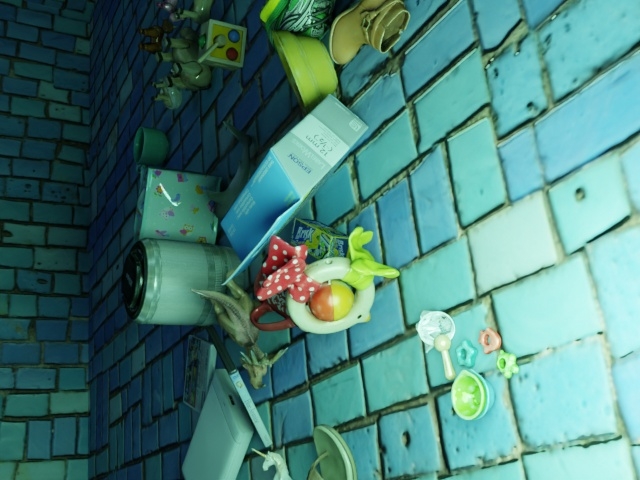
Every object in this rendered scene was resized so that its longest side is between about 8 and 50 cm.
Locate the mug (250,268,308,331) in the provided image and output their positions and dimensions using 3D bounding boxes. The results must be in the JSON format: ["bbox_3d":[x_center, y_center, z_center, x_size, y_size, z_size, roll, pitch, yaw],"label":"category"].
[{"bbox_3d":[-0.059,0.134,1.535,0.169,0.113,0.150,29,99,54],"label":"mug"}]

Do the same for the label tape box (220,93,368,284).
[{"bbox_3d":[-0.078,-0.099,1.407,0.115,0.348,0.249,42,136,0],"label":"label tape box"}]

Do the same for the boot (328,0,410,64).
[{"bbox_3d":[0.090,-0.395,1.408,0.152,0.073,0.197,61,139,39],"label":"boot"}]

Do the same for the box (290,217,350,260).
[{"bbox_3d":[0.000,0.000,1.510,0.169,0.054,0.059,27,109,58],"label":"box"}]

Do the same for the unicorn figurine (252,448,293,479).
[{"bbox_3d":[-0.083,0.524,1.571,0.162,0.060,0.111,16,99,44],"label":"unicorn figurine"}]

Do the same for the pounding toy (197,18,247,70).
[{"bbox_3d":[-0.279,-0.529,2.010,0.100,0.141,0.130,6,90,60],"label":"pounding toy"}]

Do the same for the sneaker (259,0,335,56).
[{"bbox_3d":[-0.005,-0.517,1.568,0.343,0.134,0.146,-45,62,52],"label":"sneaker"}]

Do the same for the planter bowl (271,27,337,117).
[{"bbox_3d":[-0.022,-0.356,1.538,0.217,0.090,0.217,157,90,-89],"label":"planter bowl"}]

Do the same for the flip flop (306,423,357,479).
[{"bbox_3d":[0.009,0.488,1.379,0.112,0.080,0.277,-17,70,59],"label":"flip flop"}]

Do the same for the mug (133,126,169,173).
[{"bbox_3d":[-0.592,-0.319,2.571,0.158,0.097,0.130,-45,48,49],"label":"mug"}]

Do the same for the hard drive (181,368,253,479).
[{"bbox_3d":[-0.273,0.545,1.903,0.233,0.047,0.353,54,131,50],"label":"hard drive"}]

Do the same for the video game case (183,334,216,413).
[{"bbox_3d":[-0.342,0.380,2.079,0.183,0.023,0.201,5,90,60],"label":"video game case"}]

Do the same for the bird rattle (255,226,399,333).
[{"bbox_3d":[0.012,0.089,1.305,0.143,0.253,0.207,-126,26,-50],"label":"bird rattle"}]

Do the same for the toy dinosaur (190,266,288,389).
[{"bbox_3d":[-0.169,0.191,1.624,0.127,0.296,0.200,-28,52,3],"label":"toy dinosaur"}]

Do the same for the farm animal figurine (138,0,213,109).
[{"bbox_3d":[-0.400,-0.597,2.232,0.330,0.172,0.327,-19,80,50],"label":"farm animal figurine"}]

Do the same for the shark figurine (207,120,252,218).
[{"bbox_3d":[-0.238,-0.150,1.903,0.166,0.116,0.278,54,132,48],"label":"shark figurine"}]

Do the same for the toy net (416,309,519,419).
[{"bbox_3d":[0.205,0.164,1.127,0.232,0.045,0.122,50,128,52],"label":"toy net"}]

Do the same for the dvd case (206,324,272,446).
[{"bbox_3d":[-0.185,0.330,1.670,0.180,0.022,0.253,48,162,53],"label":"dvd case"}]

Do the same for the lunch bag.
[{"bbox_3d":[-0.405,-0.067,2.068,0.160,0.223,0.262,-157,74,-65],"label":"lunch bag"}]

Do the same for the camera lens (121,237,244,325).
[{"bbox_3d":[-0.362,0.110,1.907,0.219,0.274,0.220,-18,69,58],"label":"camera lens"}]
